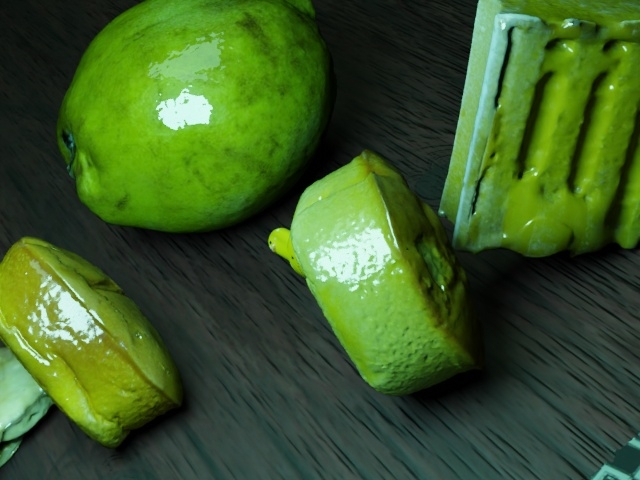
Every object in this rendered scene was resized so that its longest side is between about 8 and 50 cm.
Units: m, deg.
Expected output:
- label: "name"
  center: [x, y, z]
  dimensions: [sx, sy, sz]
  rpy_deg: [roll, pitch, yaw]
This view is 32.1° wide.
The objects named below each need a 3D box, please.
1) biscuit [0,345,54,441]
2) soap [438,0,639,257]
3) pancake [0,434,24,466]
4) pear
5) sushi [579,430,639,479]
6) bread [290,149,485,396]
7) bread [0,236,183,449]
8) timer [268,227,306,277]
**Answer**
- label: "biscuit"
  center: [-0.430, 0.243, 1.342]
  dimensions: [0.154, 0.045, 0.299]
  rpy_deg: [10, 45, 25]
- label: "soap"
  center: [0.268, -0.128, 1.212]
  dimensions: [0.259, 0.281, 0.143]
  rpy_deg: [-4, 35, -20]
- label: "pancake"
  center: [-0.443, 0.246, 1.399]
  dimensions: [0.158, 0.028, 0.158]
  rpy_deg: [-10, 41, 9]
- label: "pear"
  center: [-0.160, -0.180, 1.542]
  dimensions: [0.413, 0.352, 0.352]
  rpy_deg: [-33, 36, -3]
- label: "sushi"
  center: [0.344, 0.219, 0.998]
  dimensions: [0.139, 0.031, 0.201]
  rpy_deg: [-37, 38, -18]
- label: "bread"
  center: [0.076, 0.035, 1.189]
  dimensions: [0.148, 0.270, 0.270]
  rpy_deg: [-27, 35, 9]
- label: "bread"
  center: [-0.277, 0.114, 1.299]
  dimensions: [0.142, 0.270, 0.195]
  rpy_deg: [-41, -6, -9]
- label: "timer"
  center: [0.000, 0.000, 1.404]
  dimensions: [0.107, 0.107, 0.109]
  rpy_deg: [-41, 44, -23]
